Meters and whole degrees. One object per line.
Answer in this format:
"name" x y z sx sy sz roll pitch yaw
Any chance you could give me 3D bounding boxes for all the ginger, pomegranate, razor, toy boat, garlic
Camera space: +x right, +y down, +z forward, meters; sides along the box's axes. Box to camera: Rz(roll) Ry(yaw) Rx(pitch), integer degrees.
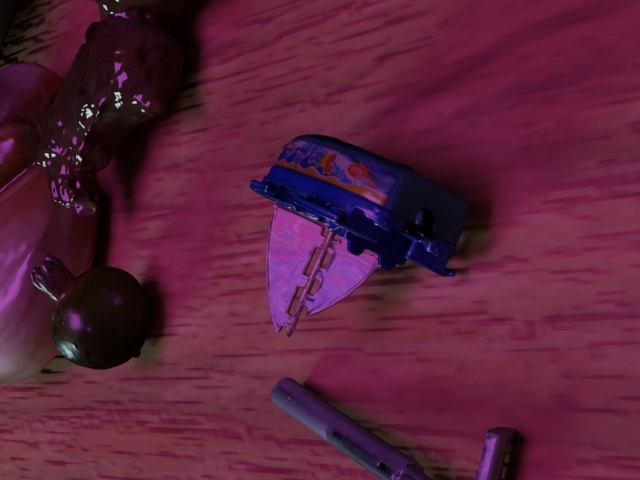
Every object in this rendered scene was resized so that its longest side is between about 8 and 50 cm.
"ginger" -0.123 -0.145 1.173 0.290 0.084 0.122 -57 35 35
"pomegranate" -0.157 0.051 1.192 0.073 0.084 0.073 -41 42 52
"razor" 0.025 0.111 0.948 0.211 0.036 0.084 23 102 55
"toy boat" 0.000 0.000 0.953 0.175 0.091 0.110 26 90 60
"garlic" -0.254 0.005 1.334 0.228 0.110 0.217 -56 46 36

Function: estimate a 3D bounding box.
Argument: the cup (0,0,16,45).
"cup" -0.356 -0.233 1.475 0.347 0.163 0.347 -12 76 56
